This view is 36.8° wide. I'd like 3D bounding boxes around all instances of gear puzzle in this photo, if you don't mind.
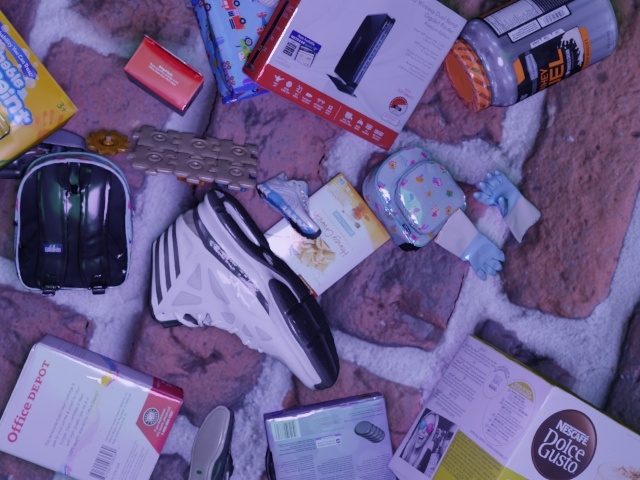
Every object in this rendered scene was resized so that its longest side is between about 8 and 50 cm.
[{"bbox_3d":[-0.291,-0.157,1.879,0.339,0.175,0.044,10,125,-8],"label":"gear puzzle"}]

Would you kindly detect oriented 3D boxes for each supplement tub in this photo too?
[{"bbox_3d":[0.416,-0.393,1.936,0.316,0.193,0.193,-27,97,-5],"label":"supplement tub"}]

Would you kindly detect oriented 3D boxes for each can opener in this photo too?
[{"bbox_3d":[-0.606,-0.172,1.886,0.284,0.076,0.095,3,61,-7],"label":"can opener"}]

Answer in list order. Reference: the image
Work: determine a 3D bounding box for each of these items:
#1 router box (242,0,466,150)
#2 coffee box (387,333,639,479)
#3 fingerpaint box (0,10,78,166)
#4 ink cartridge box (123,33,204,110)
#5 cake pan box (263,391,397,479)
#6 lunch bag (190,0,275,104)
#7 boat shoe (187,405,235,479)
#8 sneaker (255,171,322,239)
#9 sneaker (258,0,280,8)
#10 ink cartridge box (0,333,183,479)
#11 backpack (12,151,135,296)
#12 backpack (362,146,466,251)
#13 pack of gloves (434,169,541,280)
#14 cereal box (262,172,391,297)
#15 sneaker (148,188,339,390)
[{"bbox_3d":[0.066,-0.373,1.835,0.335,0.082,0.301,22,105,-32],"label":"router box"},{"bbox_3d":[0.405,0.437,1.885,0.338,0.338,0.334,31,89,-21],"label":"coffee box"},{"bbox_3d":[-0.722,-0.293,1.700,0.371,0.163,0.444,-40,102,-20],"label":"fingerpaint box"},{"bbox_3d":[-0.295,-0.310,1.825,0.134,0.231,0.078,35,88,-8],"label":"ink cartridge box"},{"bbox_3d":[0.020,0.459,2.000,0.267,0.070,0.245,-11,93,-7],"label":"cake pan box"},{"bbox_3d":[-0.079,-0.421,1.911,0.293,0.138,0.221,-17,93,-16],"label":"lunch bag"},{"bbox_3d":[-0.216,0.455,1.974,0.079,0.084,0.233,17,83,-46],"label":"boat shoe"},{"bbox_3d":[-0.048,-0.078,1.914,0.083,0.071,0.191,-38,54,-10],"label":"sneaker"},{"bbox_3d":[-0.018,-0.544,1.870,0.282,0.102,0.161,-16,68,-23],"label":"sneaker"},{"bbox_3d":[-0.452,0.346,1.896,0.306,0.131,0.226,25,91,-7],"label":"ink cartridge box"},{"bbox_3d":[-0.467,-0.043,1.834,0.225,0.191,0.253,0,109,-11],"label":"backpack"},{"bbox_3d":[0.186,-0.093,1.945,0.166,0.144,0.188,-39,88,-18],"label":"backpack"},{"bbox_3d":[0.358,-0.023,1.963,0.232,0.046,0.195,36,88,-44],"label":"pack of gloves"},{"bbox_3d":[0.000,0.000,1.977,0.240,0.047,0.173,-40,98,-4],"label":"cereal box"},{"bbox_3d":[-0.169,0.144,1.909,0.257,0.169,0.447,-34,92,19],"label":"sneaker"}]
